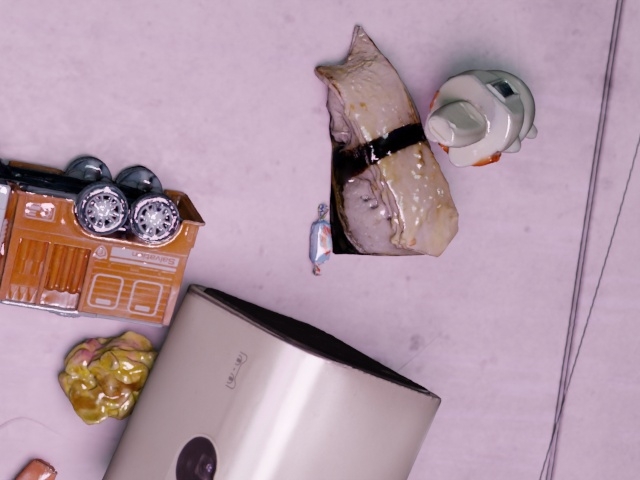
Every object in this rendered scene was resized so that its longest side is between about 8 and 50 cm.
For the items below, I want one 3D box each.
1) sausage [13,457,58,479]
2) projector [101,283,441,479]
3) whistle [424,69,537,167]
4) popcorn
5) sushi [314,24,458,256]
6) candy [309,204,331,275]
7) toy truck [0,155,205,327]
[{"bbox_3d":[-0.346,0.322,1.675,0.040,0.047,0.177,26,91,-33],"label":"sausage"},{"bbox_3d":[-0.053,0.216,1.616,0.248,0.248,0.249,24,91,-43],"label":"projector"},{"bbox_3d":[0.177,-0.136,1.676,0.101,0.253,0.106,18,108,19],"label":"whistle"},{"bbox_3d":[-0.228,0.152,1.668,0.109,0.089,0.097,-28,115,-13],"label":"popcorn"},{"bbox_3d":[0.078,-0.107,1.698,0.134,0.109,0.273,-9,100,-13],"label":"sushi"},{"bbox_3d":[0.001,0.000,1.735,0.020,0.030,0.083,4,93,-24],"label":"candy"},{"bbox_3d":[-0.291,-0.005,1.602,0.305,0.136,0.162,10,104,-19],"label":"toy truck"}]
